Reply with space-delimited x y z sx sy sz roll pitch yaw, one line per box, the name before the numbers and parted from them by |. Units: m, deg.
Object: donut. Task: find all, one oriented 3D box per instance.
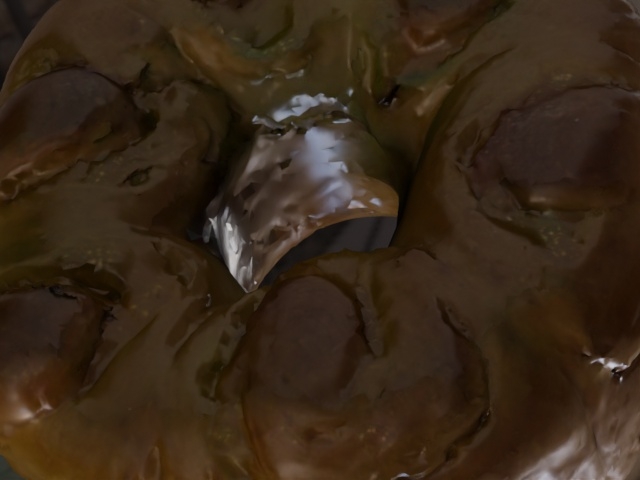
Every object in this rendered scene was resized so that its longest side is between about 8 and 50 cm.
donut | 0.002 0.001 0.528 0.227 0.114 0.226 -7 -126 10

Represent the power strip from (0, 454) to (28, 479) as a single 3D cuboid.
power strip | -0.151 0.145 0.743 0.261 0.141 0.229 12 -152 36
